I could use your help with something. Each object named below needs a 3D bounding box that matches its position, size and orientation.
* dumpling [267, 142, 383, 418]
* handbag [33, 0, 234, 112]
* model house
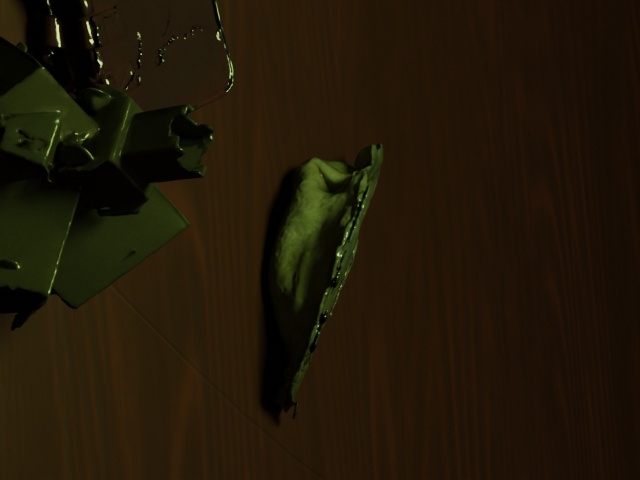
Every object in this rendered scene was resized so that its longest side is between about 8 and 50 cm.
[{"bbox_3d":[-0.004,0.001,1.956,0.166,0.086,0.332,98,6,-55],"label":"dumpling"},{"bbox_3d":[-0.172,-0.201,1.721,0.216,0.074,0.203,-34,113,-56],"label":"handbag"},{"bbox_3d":[-0.198,-0.040,1.462,0.211,0.243,0.204,49,43,-45],"label":"model house"}]
